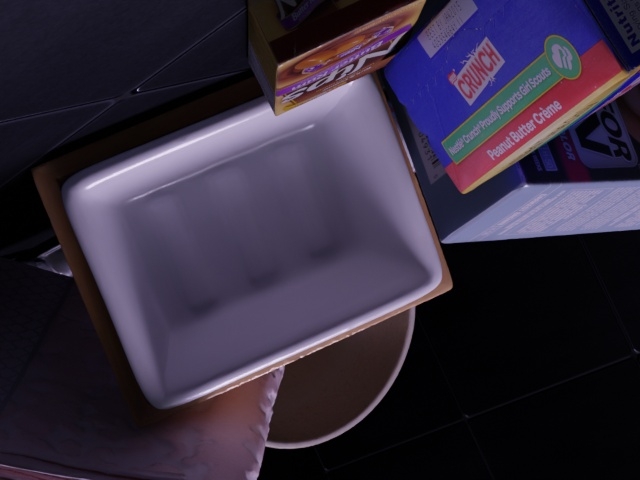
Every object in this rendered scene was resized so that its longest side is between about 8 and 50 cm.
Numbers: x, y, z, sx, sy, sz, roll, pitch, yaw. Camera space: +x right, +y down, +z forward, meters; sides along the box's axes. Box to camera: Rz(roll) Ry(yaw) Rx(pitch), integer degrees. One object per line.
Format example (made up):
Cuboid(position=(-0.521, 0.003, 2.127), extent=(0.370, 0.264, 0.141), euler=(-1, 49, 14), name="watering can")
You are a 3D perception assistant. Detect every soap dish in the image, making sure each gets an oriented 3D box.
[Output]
Cuboid(position=(-0.063, -0.011, 1.229), extent=(0.290, 0.229, 0.118), euler=(-23, -168, -11), name="soap dish")

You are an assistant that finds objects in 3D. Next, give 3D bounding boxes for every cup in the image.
Cuboid(position=(-0.073, 0.085, 1.998), extent=(0.331, 0.331, 0.237), euler=(-23, -158, -24), name="cup")

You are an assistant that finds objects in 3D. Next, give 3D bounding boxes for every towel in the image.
Cuboid(position=(-0.195, 0.120, 1.311), extent=(0.317, 0.053, 0.332), euler=(12, -155, 1), name="towel")

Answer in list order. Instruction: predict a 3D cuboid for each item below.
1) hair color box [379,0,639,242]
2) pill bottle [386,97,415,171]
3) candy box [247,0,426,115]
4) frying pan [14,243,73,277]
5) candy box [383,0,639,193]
Cuboid(position=(0.241, -0.110, 1.284), extent=(0.374, 0.185, 0.113), euler=(-4, 157, -39), name="hair color box")
Cuboid(position=(0.064, -0.105, 1.604), extent=(0.160, 0.087, 0.087), euler=(-21, 175, -42), name="pill bottle")
Cuboid(position=(0.008, -0.144, 1.034), extent=(0.109, 0.053, 0.187), euler=(-26, 178, -4), name="candy box")
Cuboid(position=(-0.258, 0.013, 1.568), extent=(0.197, 0.053, 0.326), euler=(-26, 179, 14), name="frying pan")
Cuboid(position=(0.230, -0.187, 1.022), extent=(0.317, 0.122, 0.268), euler=(-32, 178, -20), name="candy box")
